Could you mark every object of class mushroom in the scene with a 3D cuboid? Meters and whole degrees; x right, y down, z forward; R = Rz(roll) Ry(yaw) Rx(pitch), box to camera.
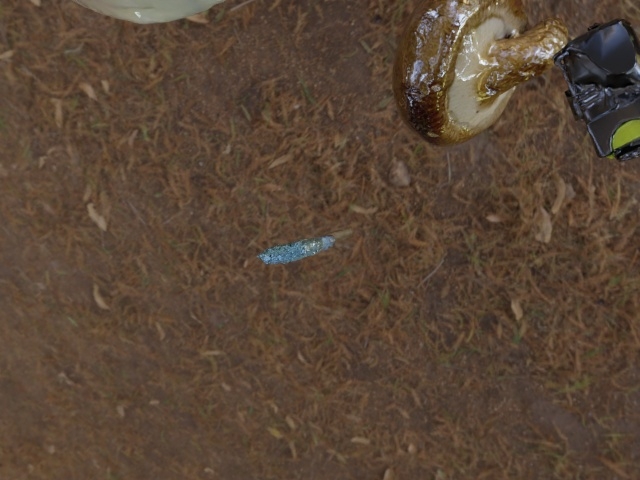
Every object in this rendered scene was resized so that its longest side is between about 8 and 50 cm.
[{"bbox_3d":[0.279,-0.346,1.107,0.345,0.239,0.345,-7,114,-15],"label":"mushroom"}]

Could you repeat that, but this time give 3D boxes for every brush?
[{"bbox_3d":[0.000,0.000,0.657,0.070,0.196,0.021,-13,93,26],"label":"brush"}]

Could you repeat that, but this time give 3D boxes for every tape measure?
[{"bbox_3d":[0.411,-0.206,0.794,0.112,0.186,0.199,-18,94,30],"label":"tape measure"}]

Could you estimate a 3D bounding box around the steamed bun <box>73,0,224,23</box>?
[{"bbox_3d":[-0.127,-0.229,0.284,0.200,0.225,0.170,27,83,21],"label":"steamed bun"}]
